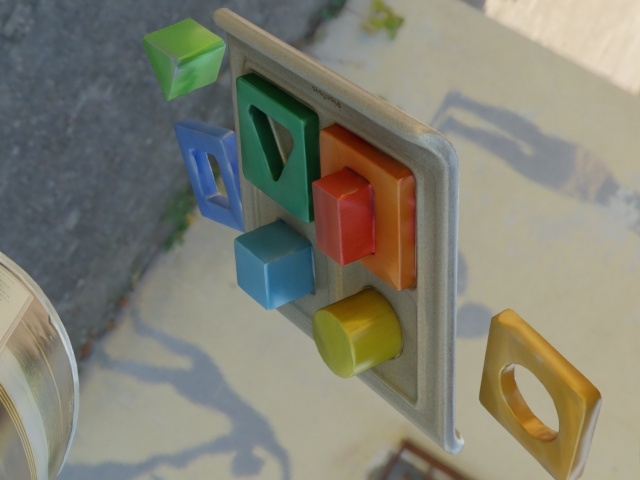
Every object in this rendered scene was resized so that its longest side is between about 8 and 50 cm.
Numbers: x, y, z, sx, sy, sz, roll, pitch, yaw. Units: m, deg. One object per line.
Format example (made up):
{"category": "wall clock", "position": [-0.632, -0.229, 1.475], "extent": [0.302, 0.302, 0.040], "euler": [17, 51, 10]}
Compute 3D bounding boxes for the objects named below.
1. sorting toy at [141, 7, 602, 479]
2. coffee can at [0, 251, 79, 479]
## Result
{"category": "sorting toy", "position": [0.000, 0.000, 0.682], "extent": [0.047, 0.347, 0.196], "euler": [-27, 130, -25]}
{"category": "coffee can", "position": [-0.226, 0.112, 0.627], "extent": [0.201, 0.201, 0.275], "euler": [-61, -172, 9]}
